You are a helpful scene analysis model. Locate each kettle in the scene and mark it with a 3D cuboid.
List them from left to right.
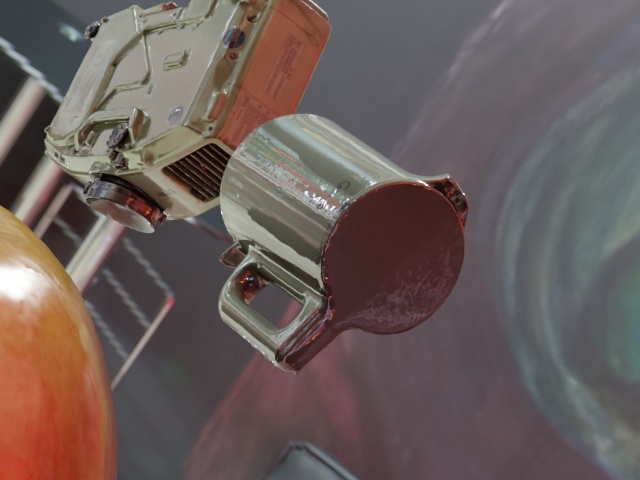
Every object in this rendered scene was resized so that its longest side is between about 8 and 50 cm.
[{"bbox_3d":[0.000,-0.006,0.761,0.126,0.098,0.148,-15,23,-19],"label":"kettle"}]

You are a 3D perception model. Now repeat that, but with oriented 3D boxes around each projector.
[{"bbox_3d":[-0.125,-0.107,1.063,0.088,0.194,0.269,34,-19,-33],"label":"projector"}]

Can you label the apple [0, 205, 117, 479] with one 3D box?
[{"bbox_3d":[-0.276,0.112,0.688,0.364,0.364,0.364,34,12,-8],"label":"apple"}]
